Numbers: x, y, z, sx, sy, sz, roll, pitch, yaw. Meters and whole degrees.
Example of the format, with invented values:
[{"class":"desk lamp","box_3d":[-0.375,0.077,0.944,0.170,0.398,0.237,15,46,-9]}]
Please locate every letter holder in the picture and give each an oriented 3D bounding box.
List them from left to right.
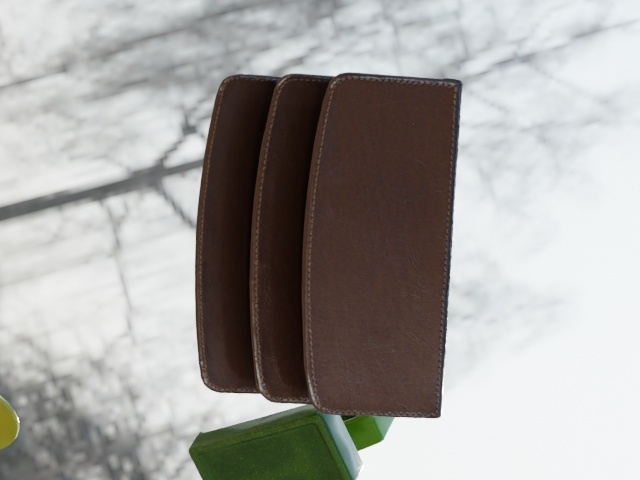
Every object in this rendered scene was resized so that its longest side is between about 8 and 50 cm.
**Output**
[{"class":"letter holder","box_3d":[0.000,0.000,1.699,0.152,0.214,0.301,-167,-99,-80]}]

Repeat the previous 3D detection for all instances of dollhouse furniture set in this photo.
[{"class":"dollhouse furniture set","box_3d":[-0.065,0.103,1.903,0.301,0.151,0.197,65,24,-13]}]

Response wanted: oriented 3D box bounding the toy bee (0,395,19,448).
[{"class":"toy bee","box_3d":[-0.231,0.084,0.817,0.298,0.195,0.162,-116,-157,-60]}]
